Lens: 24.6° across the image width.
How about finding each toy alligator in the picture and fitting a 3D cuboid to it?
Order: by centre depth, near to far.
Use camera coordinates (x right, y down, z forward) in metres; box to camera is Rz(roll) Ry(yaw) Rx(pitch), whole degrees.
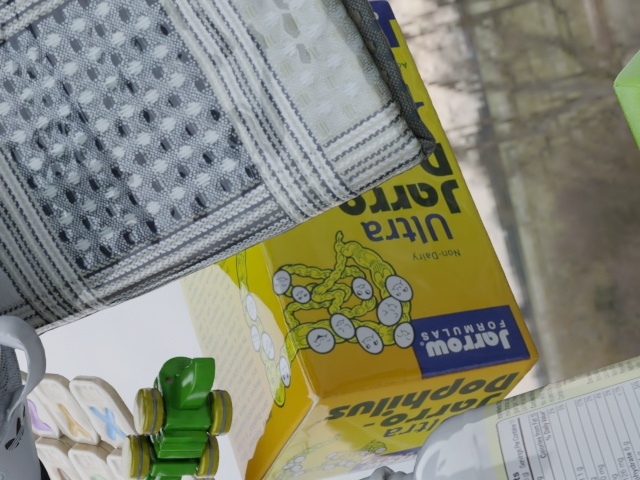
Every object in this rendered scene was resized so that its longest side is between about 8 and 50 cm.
[{"bbox_3d":[-0.098,0.133,0.927,0.051,0.056,0.189,-113,33,-48],"label":"toy alligator"}]

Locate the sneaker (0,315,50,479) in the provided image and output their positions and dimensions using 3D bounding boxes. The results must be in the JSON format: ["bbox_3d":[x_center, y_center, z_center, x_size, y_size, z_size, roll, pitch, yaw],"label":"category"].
[{"bbox_3d":[-0.318,0.069,0.806,0.137,0.366,0.210,-75,1,-46],"label":"sneaker"}]

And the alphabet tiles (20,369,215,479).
[{"bbox_3d":[-0.161,0.223,1.224,0.021,0.284,0.278,-45,-62,-34],"label":"alphabet tiles"}]

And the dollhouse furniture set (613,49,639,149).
[{"bbox_3d":[0.323,-0.073,0.692,0.151,0.197,0.301,51,160,-26],"label":"dollhouse furniture set"}]

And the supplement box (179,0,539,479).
[{"bbox_3d":[0.000,0.000,1.218,0.195,0.194,0.356,119,136,-54],"label":"supplement box"}]

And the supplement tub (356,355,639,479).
[{"bbox_3d":[0.189,0.179,0.784,0.235,0.325,0.235,-19,-90,-82],"label":"supplement tub"}]

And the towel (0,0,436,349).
[{"bbox_3d":[-0.141,-0.122,0.770,0.324,0.312,0.056,61,-152,-11],"label":"towel"}]
